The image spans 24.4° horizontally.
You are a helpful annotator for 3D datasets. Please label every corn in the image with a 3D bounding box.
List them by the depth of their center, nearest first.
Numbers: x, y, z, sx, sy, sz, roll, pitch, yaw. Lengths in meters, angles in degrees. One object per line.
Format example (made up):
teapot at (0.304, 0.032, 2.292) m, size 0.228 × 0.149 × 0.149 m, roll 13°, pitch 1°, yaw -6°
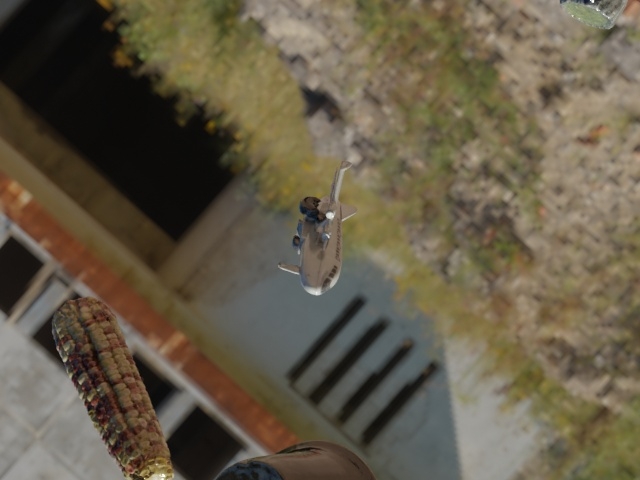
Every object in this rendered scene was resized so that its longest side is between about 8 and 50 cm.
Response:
corn at (-0.228, 0.170, 1.648) m, size 0.237 × 0.079 × 0.079 m, roll 59°, pitch -174°, yaw 23°

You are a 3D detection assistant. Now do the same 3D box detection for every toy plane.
toy plane at (0.000, 0.000, 1.565) m, size 0.065 × 0.162 × 0.171 m, roll 17°, pitch -143°, yaw 6°

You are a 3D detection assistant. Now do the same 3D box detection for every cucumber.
cucumber at (0.277, -0.261, 1.425) m, size 0.064 × 0.112 × 0.064 m, roll 24°, pitch 168°, yaw 6°

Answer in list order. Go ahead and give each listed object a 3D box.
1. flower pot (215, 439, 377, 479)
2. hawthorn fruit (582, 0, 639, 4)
flower pot at (-0.054, 0.355, 1.857) m, size 0.235 × 0.235 × 0.148 m, roll 41°, pitch -171°, yaw 38°
hawthorn fruit at (0.334, -0.330, 1.223) m, size 0.316 × 0.316 × 0.316 m, roll 42°, pitch 179°, yaw 1°
